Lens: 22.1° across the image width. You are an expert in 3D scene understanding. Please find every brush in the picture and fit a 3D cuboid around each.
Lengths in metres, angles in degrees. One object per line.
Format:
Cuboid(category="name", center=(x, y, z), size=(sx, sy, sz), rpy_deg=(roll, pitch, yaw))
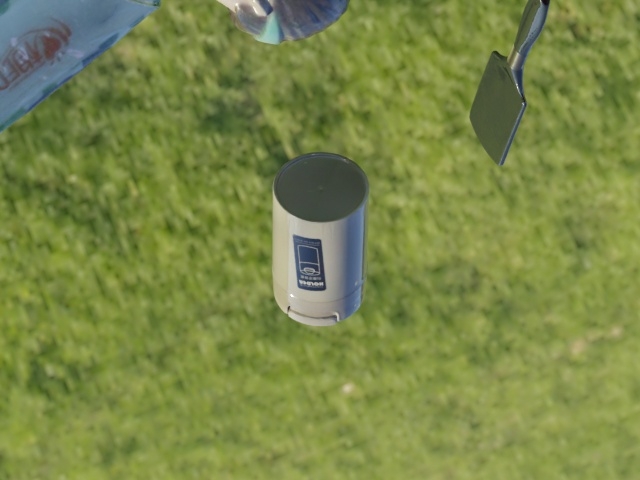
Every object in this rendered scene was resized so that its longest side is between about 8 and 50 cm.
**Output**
Cuboid(category="brush", center=(0.160, -0.139, 1.355), size=(0.016, 0.063, 0.193), rpy_deg=(-17, 151, -20))

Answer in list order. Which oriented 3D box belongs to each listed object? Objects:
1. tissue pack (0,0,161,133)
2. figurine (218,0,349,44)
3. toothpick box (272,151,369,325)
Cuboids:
Cuboid(category="tissue pack", center=(-0.308, -0.226, 1.345), size=(0.228, 0.311, 0.128), rpy_deg=(-39, 141, -8))
Cuboid(category="figurine", center=(-0.054, -0.233, 1.113), size=(0.110, 0.138, 0.245), rpy_deg=(5, 161, 28))
Cuboid(category="toothpick box", center=(0.000, 0.000, 1.843), size=(0.111, 0.111, 0.181), rpy_deg=(-18, 142, -16))
